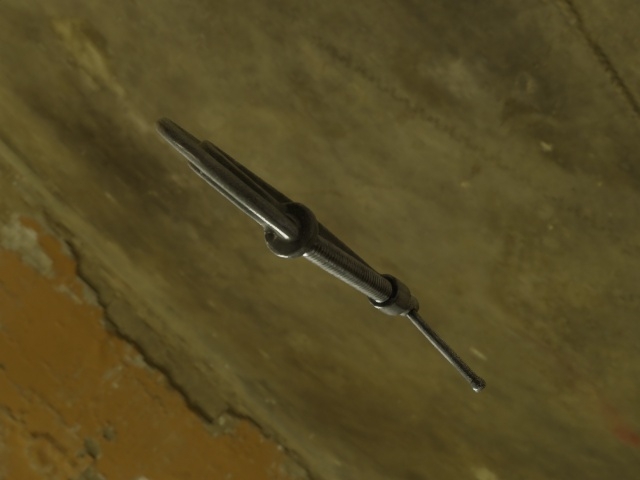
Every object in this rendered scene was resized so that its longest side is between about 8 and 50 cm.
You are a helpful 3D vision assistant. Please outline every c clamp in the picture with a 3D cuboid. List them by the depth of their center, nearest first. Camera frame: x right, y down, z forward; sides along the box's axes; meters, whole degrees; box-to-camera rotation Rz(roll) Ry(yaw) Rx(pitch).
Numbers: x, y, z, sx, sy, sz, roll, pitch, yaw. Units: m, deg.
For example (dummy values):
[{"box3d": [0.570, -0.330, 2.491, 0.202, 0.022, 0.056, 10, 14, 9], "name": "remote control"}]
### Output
[{"box3d": [0.000, 0.000, 0.427, 0.137, 0.022, 0.160, 43, -175, 36], "name": "c clamp"}]
